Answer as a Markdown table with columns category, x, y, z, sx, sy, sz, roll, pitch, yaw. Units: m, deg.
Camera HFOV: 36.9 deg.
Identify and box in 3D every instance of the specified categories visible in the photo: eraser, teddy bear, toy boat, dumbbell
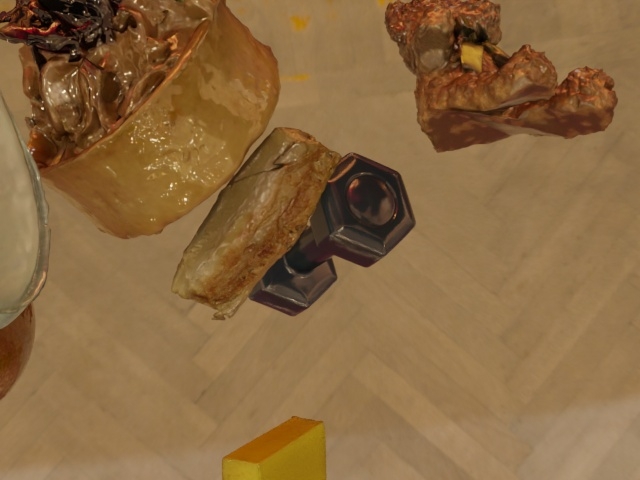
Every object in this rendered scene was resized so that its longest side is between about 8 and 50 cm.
| category | x | y | z | sx | sy | sz | roll | pitch | yaw |
| --- | --- | --- | --- | --- | --- | --- | --- | --- | --- |
| eraser | -0.042 | 0.237 | 0.936 | 0.045 | 0.122 | 0.097 | 3 | 103 | 30 |
| teddy bear | 0.222 | -0.232 | 1.227 | 0.246 | 0.296 | 0.223 | 14 | 73 | -33 |
| toy boat | -0.251 | -0.036 | 0.612 | 0.078 | 0.134 | 0.208 | -12 | 106 | 27 |
| dumbbell | 0.000 | 0.000 | 1.417 | 0.156 | 0.316 | 0.144 | 23 | 60 | -18 |

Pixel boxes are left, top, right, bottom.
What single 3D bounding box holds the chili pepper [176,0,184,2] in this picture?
| category | x | y | z | sx | sy | sz | roll | pitch | yaw |
| --- | --- | --- | --- | --- | --- | --- | --- | --- | --- |
| chili pepper | -0.127 | -0.245 | 0.870 | 0.027 | 0.022 | 0.083 | 23 | 53 | -26 |

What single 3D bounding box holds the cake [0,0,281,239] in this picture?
| category | x | y | z | sx | sy | sz | roll | pitch | yaw |
| --- | --- | --- | --- | --- | --- | --- | --- | --- | --- |
| cake | -0.252 | -0.211 | 1.121 | 0.332 | 0.332 | 0.321 | -43 | 121 | 2 |

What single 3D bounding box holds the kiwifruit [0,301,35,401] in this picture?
| category | x | y | z | sx | sy | sz | roll | pitch | yaw |
| --- | --- | --- | --- | --- | --- | --- | --- | --- | --- |
| kiwifruit | -0.353 | 0.076 | 0.799 | 0.234 | 0.196 | 0.196 | -30 | 92 | -22 |

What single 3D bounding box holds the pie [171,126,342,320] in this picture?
| category | x | y | z | sx | sy | sz | roll | pitch | yaw |
| --- | --- | --- | --- | --- | --- | --- | --- | --- | --- |
| pie | -0.088 | -0.019 | 1.244 | 0.128 | 0.068 | 0.282 | 25 | 105 | -40 |
